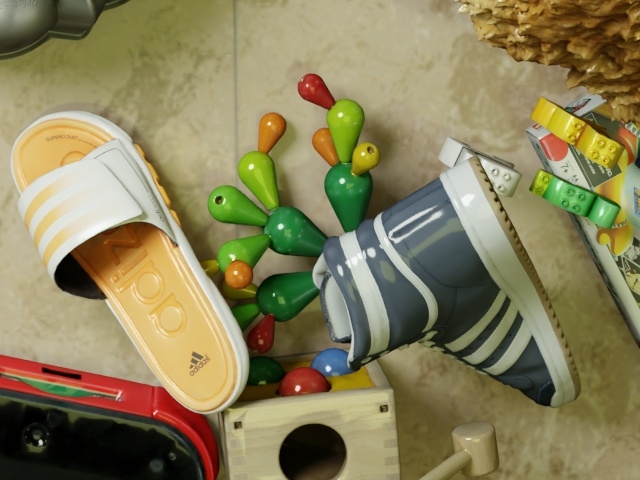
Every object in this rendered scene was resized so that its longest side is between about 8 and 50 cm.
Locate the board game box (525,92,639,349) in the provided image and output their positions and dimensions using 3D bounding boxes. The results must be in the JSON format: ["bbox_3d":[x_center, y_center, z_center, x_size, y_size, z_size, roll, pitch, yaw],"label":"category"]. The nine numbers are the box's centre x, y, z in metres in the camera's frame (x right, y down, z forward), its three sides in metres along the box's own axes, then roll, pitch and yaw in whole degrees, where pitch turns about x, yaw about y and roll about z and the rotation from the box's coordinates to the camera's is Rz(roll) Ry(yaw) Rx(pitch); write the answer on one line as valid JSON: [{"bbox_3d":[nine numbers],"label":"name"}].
[{"bbox_3d":[0.317,-0.001,1.416,0.193,0.053,0.305,-30,103,0],"label":"board game box"}]

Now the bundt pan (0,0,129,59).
[{"bbox_3d":[-0.225,-0.284,1.225,0.330,0.124,0.331,-3,99,-19],"label":"bundt pan"}]

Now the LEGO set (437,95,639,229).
[{"bbox_3d":[0.210,-0.044,1.320,0.227,0.093,0.087,23,101,-8],"label":"LEGO set"}]

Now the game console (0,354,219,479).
[{"bbox_3d":[-0.293,0.251,1.400,0.386,0.060,0.342,12,106,-8],"label":"game console"}]

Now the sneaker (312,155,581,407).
[{"bbox_3d":[0.092,0.060,1.337,0.153,0.099,0.282,-27,140,4],"label":"sneaker"}]

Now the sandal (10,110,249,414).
[{"bbox_3d":[-0.146,0.011,1.295,0.102,0.076,0.265,-44,72,21],"label":"sandal"}]

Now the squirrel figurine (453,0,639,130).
[{"bbox_3d":[0.278,-0.241,1.171,0.281,0.370,0.397,44,96,7],"label":"squirrel figurine"}]

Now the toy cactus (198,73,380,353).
[{"bbox_3d":[0.000,0.000,1.364,0.180,0.112,0.219,27,89,-21],"label":"toy cactus"}]

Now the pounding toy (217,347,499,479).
[{"bbox_3d":[0.030,0.137,1.344,0.206,0.181,0.094,-6,102,-6],"label":"pounding toy"}]
